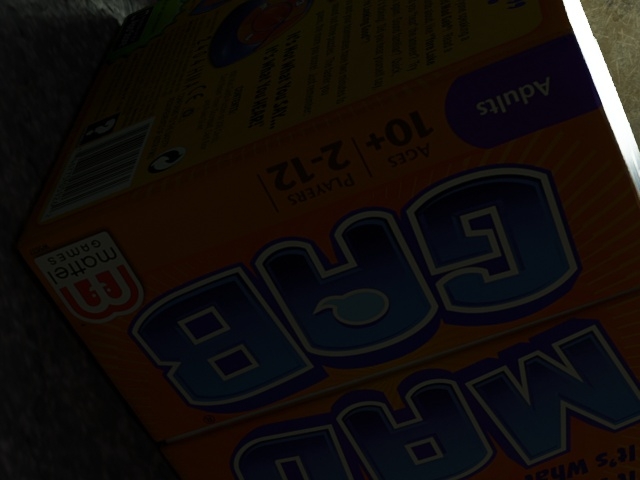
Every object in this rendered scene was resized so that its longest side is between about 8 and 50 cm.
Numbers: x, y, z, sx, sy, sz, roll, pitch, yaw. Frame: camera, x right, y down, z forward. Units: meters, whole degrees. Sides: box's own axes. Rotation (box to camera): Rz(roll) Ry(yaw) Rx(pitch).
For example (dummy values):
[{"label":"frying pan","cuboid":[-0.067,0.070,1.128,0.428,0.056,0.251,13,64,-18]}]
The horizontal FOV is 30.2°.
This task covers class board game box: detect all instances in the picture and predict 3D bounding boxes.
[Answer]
[{"label":"board game box","cuboid":[0.058,-0.018,0.894,0.356,0.356,0.357,61,19,-29]}]
